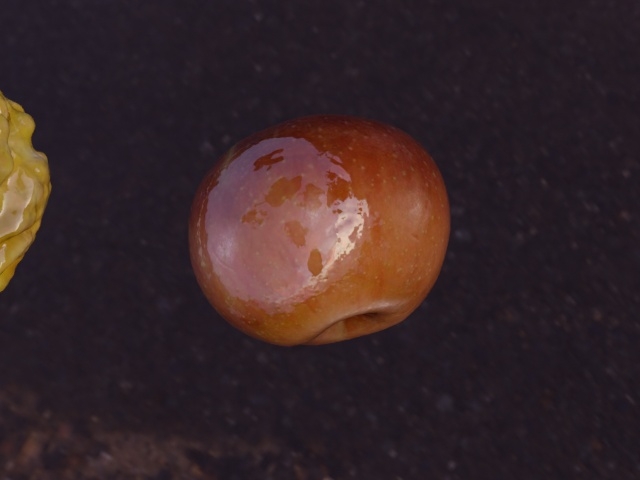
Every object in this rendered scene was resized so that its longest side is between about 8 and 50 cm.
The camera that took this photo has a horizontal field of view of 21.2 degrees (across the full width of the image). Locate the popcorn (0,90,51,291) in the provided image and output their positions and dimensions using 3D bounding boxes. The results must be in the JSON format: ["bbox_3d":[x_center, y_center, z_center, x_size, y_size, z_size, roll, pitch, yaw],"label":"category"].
[{"bbox_3d":[-0.122,-0.009,0.502,0.084,0.084,0.084,-15,57,24],"label":"popcorn"}]

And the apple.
[{"bbox_3d":[0.000,0.000,1.270,0.201,0.201,0.162,-18,67,22],"label":"apple"}]
